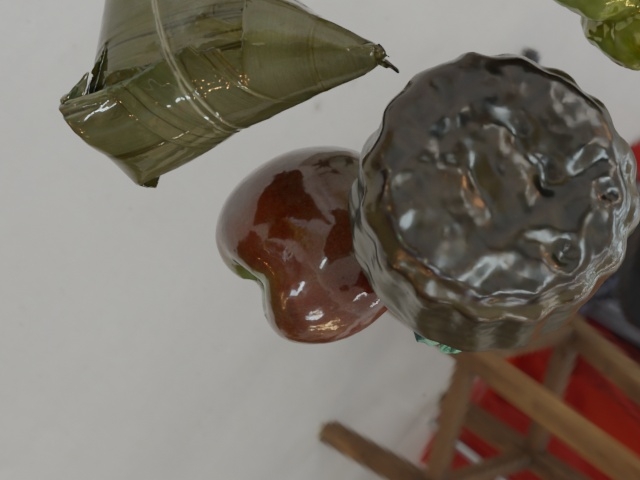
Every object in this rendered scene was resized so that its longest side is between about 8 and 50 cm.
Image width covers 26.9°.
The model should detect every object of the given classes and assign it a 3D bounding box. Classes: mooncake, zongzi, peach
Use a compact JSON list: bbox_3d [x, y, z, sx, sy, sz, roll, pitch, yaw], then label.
[{"bbox_3d":[0.172,-0.043,1.324,0.290,0.290,0.161,-44,172,-13],"label":"mooncake"},{"bbox_3d":[-0.090,-0.312,1.525,0.181,0.418,0.447,35,50,-47],"label":"zongzi"},{"bbox_3d":[0.000,0.000,1.691,0.252,0.252,0.252,-23,129,-32],"label":"peach"}]

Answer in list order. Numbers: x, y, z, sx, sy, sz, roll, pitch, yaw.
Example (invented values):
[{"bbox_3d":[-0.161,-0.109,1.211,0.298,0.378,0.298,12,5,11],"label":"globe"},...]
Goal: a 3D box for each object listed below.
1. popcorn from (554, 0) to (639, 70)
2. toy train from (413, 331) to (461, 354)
[{"bbox_3d":[0.289,-0.323,1.294,0.286,0.174,0.225,41,74,-21],"label":"popcorn"},{"bbox_3d":[0.185,0.077,1.563,0.172,0.070,0.099,-22,155,15],"label":"toy train"}]
